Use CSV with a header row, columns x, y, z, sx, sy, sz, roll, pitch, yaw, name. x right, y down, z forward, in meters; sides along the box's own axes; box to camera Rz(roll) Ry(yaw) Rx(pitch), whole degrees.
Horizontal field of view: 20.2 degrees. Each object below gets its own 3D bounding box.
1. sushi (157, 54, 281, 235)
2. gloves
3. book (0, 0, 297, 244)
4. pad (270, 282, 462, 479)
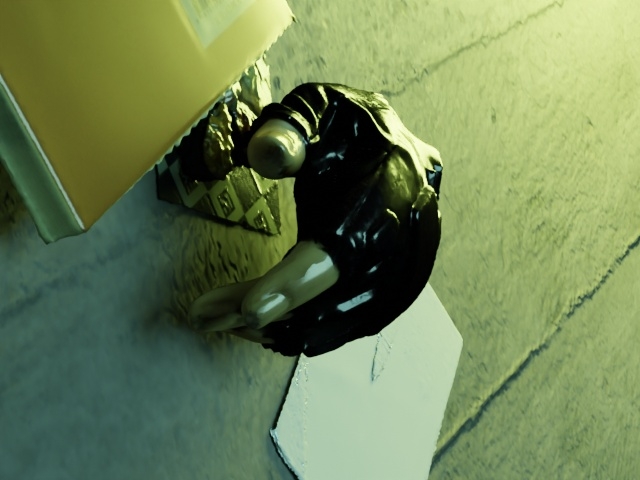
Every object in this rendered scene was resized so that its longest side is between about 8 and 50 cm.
x,y,z,sx,sy,sz,roll,pitch,yaw,name
-0.047,-0.071,0.988,0.126,0.026,0.120,16,65,-59,sushi
0.000,0.000,0.940,0.203,0.124,0.164,-73,153,-59,gloves
-0.146,-0.217,0.845,0.374,0.028,0.262,63,33,-17,book
0.036,0.088,1.097,0.156,0.004,0.232,58,34,-31,pad
